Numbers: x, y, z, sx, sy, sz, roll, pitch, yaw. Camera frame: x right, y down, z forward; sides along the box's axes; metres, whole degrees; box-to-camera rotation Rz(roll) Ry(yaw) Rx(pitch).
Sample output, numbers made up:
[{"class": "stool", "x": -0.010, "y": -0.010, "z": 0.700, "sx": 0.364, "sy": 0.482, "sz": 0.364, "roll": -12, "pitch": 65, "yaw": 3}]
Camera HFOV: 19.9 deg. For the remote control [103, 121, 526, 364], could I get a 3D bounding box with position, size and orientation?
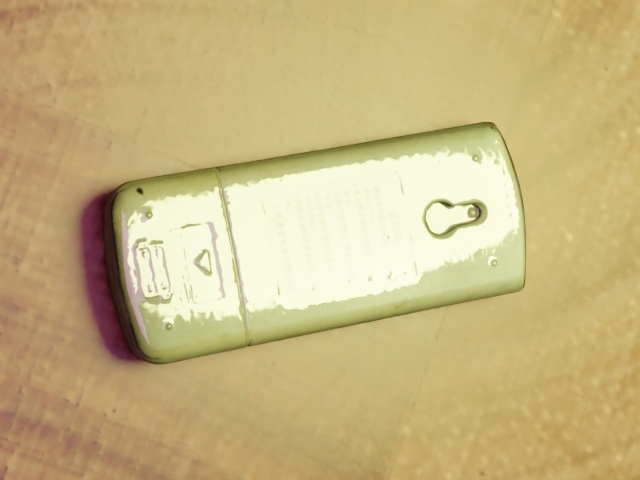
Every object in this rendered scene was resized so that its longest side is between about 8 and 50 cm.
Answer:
[{"class": "remote control", "x": 0.000, "y": 0.000, "z": 0.981, "sx": 0.234, "sy": 0.038, "sz": 0.098, "roll": -11, "pitch": 92, "yaw": -19}]
